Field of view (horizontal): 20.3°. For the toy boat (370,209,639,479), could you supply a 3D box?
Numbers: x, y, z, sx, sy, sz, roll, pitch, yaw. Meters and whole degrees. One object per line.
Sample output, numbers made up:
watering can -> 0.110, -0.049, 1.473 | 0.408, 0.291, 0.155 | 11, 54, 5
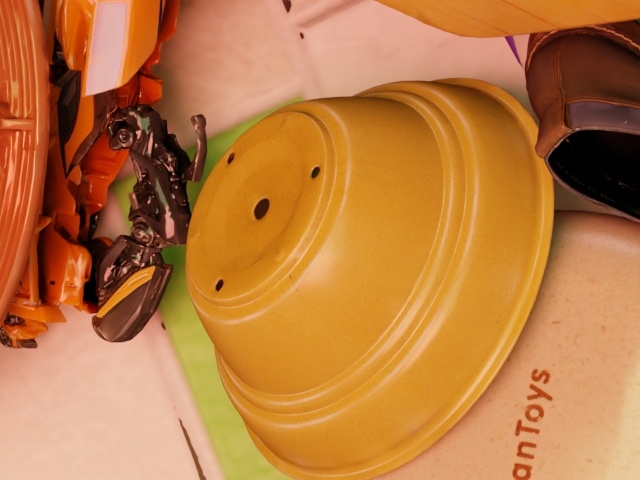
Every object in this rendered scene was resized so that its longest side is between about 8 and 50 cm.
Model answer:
toy boat -> 0.173, 0.136, 0.838 | 0.318, 0.148, 0.267 | 16, 82, 23

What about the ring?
ring -> -0.262, -0.063, 0.943 | 0.337, 0.032, 0.336 | 1, 92, 40

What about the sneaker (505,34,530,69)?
sneaker -> 0.052, -0.183, 0.903 | 0.323, 0.130, 0.236 | -11, 76, 7

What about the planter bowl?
planter bowl -> 0.000, 0.000, 0.855 | 0.217, 0.090, 0.217 | -31, 44, 36

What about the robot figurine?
robot figurine -> -0.156, -0.085, 0.935 | 0.211, 0.085, 0.291 | 10, 98, 33

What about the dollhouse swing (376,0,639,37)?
dollhouse swing -> -0.002, -0.267, 0.829 | 0.305, 0.315, 0.346 | -19, 57, 53

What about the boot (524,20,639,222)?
boot -> 0.187, -0.021, 0.832 | 0.219, 0.106, 0.082 | 28, 124, -6
